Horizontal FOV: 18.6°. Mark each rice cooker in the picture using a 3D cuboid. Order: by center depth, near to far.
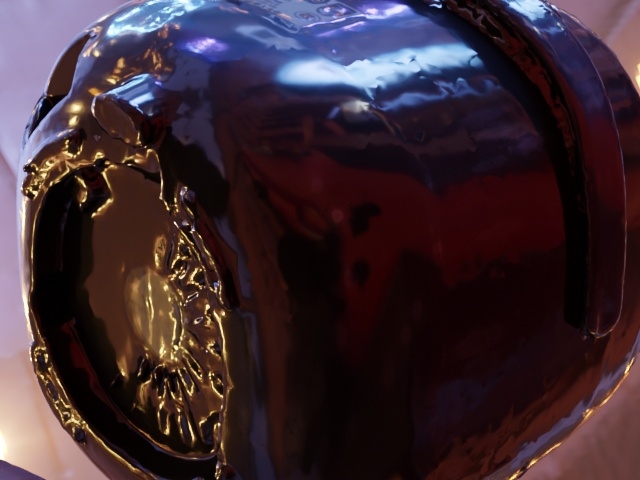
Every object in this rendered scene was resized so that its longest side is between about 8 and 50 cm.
[{"bbox_3d":[0.000,0.000,0.843,0.224,0.267,0.267,-18,-94,-37],"label":"rice cooker"}]

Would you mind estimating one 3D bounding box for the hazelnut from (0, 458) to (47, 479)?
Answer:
[{"bbox_3d":[-0.117,0.136,0.375,0.229,0.229,0.230,18,-118,-37],"label":"hazelnut"}]
